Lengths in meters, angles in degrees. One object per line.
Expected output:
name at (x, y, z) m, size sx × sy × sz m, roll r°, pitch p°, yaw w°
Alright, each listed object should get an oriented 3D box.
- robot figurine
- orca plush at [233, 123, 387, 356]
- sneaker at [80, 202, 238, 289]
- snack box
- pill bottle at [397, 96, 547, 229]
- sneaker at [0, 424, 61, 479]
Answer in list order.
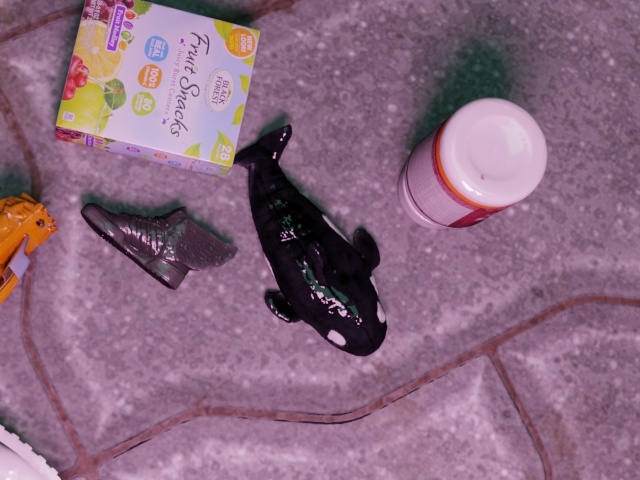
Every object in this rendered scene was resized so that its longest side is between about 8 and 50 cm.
robot figurine at (-0.431, 0.045, 1.261) m, size 0.211 × 0.085 × 0.291 m, roll 35°, pitch 75°, yaw 26°
orca plush at (0.000, 0.000, 1.368) m, size 0.151 × 0.102 × 0.287 m, roll -14°, pitch 84°, yaw -13°
sneaker at (-0.186, -0.010, 1.361) m, size 0.170 × 0.051 × 0.089 m, roll 40°, pitch 76°, yaw -8°
snack box at (-0.189, -0.183, 1.376) m, size 0.207 × 0.070 × 0.174 m, roll 12°, pitch 78°, yaw -11°
pill bottle at (0.166, -0.079, 1.353) m, size 0.121 × 0.221 × 0.121 m, roll 2°, pitch 80°, yaw -11°
sneaker at (-0.371, 0.243, 1.250) m, size 0.235 × 0.090 × 0.095 m, roll 32°, pitch 51°, yaw 6°
